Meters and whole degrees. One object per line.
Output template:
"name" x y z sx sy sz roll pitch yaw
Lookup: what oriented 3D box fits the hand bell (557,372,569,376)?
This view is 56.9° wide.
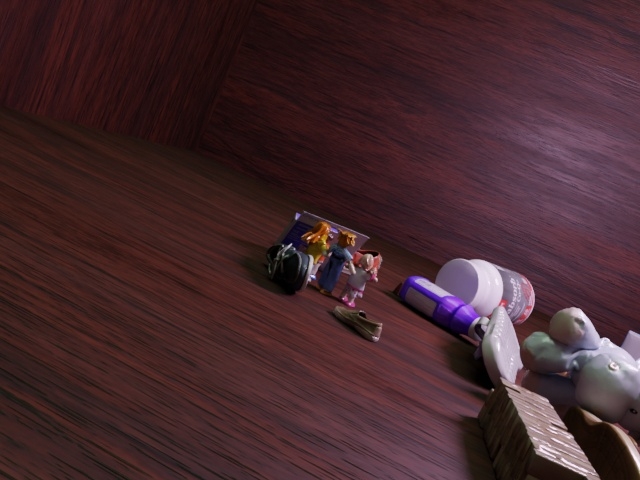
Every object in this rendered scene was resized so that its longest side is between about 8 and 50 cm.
"hand bell" 0.609 0.345 1.542 0.126 0.126 0.242 26 19 17

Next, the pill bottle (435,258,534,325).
"pill bottle" 0.568 0.181 2.049 0.363 0.210 0.210 16 11 -43

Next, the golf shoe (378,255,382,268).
"golf shoe" 0.150 0.061 2.145 0.176 0.069 0.086 18 4 -45

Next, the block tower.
"block tower" 0.308 0.303 0.868 0.097 0.091 0.335 24 7 4

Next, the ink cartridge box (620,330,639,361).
"ink cartridge box" 1.130 0.456 1.926 0.270 0.198 0.197 22 7 -11

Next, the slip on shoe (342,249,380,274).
"slip on shoe" 0.050 0.036 1.867 0.331 0.101 0.123 19 11 -26

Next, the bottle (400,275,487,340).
"bottle" 0.364 0.199 1.733 0.118 0.092 0.283 16 11 -43

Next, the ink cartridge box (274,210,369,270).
"ink cartridge box" 0.000 0.000 1.654 0.206 0.208 0.045 22 48 -18

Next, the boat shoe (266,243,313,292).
"boat shoe" -0.076 0.053 1.382 0.079 0.095 0.254 24 6 -15

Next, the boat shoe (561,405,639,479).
"boat shoe" 0.463 0.354 0.907 0.123 0.123 0.342 24 1 9

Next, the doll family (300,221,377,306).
"doll family" 0.023 0.044 1.488 0.118 0.163 0.263 17 11 -44

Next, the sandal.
"sandal" 0.421 0.257 1.452 0.102 0.169 0.416 -16 -8 21

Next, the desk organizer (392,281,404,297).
"desk organizer" 0.304 0.173 1.909 0.130 0.047 0.050 22 6 -20

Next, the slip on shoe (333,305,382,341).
"slip on shoe" 0.081 0.169 1.271 0.051 0.041 0.135 18 10 -39

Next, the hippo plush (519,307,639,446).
"hippo plush" 0.541 0.298 1.136 0.294 0.234 0.236 27 14 -11
